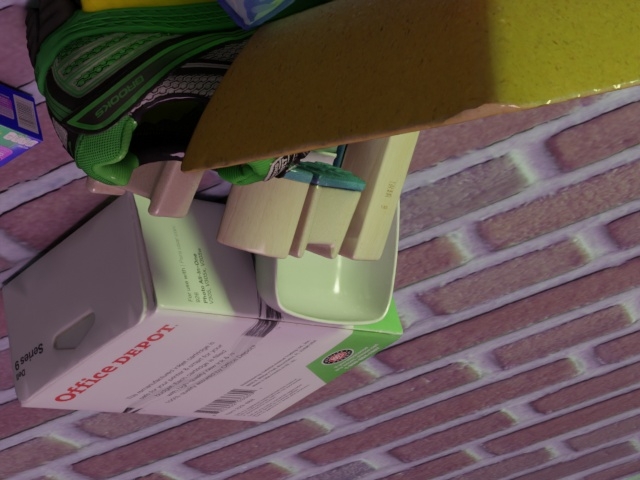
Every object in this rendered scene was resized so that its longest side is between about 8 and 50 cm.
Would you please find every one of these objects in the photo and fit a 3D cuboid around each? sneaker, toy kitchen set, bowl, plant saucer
[{"bbox_3d":[-0.017,-0.103,1.035,0.343,0.146,0.134,-9,156,-13],"label":"sneaker"},{"bbox_3d":[-0.048,-0.068,1.171,0.166,0.122,0.207,20,-173,25],"label":"toy kitchen set"},{"bbox_3d":[0.000,0.000,1.295,0.142,0.142,0.053,10,172,-42],"label":"bowl"},{"bbox_3d":[0.122,-0.117,0.860,0.332,0.081,0.332,-14,-176,-29],"label":"plant saucer"}]

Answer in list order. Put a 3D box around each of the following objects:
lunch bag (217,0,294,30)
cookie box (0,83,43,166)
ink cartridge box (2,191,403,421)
[{"bbox_3d":[-0.010,-0.216,0.864,0.151,0.096,0.129,-37,165,-24],"label":"lunch bag"},{"bbox_3d":[-0.268,-0.074,1.082,0.107,0.040,0.092,-27,154,27],"label":"cookie box"},{"bbox_3d":[-0.106,0.066,1.374,0.289,0.122,0.211,10,146,-44],"label":"ink cartridge box"}]
